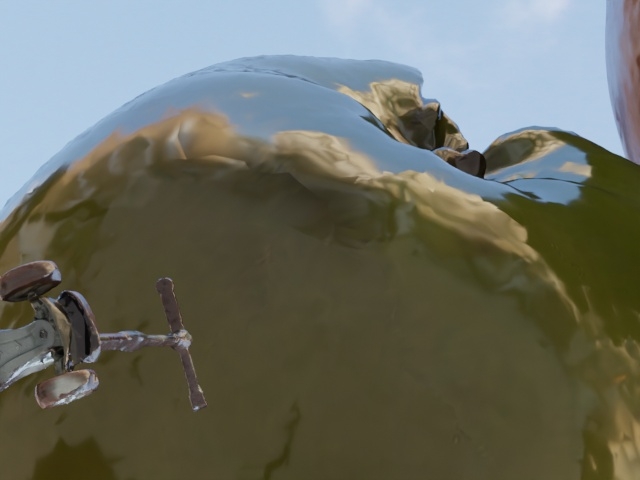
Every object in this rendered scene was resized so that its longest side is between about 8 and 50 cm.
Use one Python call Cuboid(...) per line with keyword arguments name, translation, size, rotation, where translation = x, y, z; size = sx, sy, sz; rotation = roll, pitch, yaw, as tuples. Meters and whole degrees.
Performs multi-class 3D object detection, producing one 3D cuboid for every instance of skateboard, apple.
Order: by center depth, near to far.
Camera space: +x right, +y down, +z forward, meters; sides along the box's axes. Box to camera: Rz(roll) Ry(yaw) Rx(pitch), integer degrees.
Cuboid(name="skateboard", translation=(-0.060, 0.029, 0.425), size=(0.064, 0.083, 0.032), rotation=(-25, -101, 20))
Cuboid(name="apple", translation=(-0.016, 0.075, 0.643), size=(0.295, 0.233, 0.258), rotation=(34, -65, 47))

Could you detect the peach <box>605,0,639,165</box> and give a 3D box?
Cuboid(name="peach", translation=(0.223, -0.082, 0.684), size=(0.252, 0.252, 0.252), rotation=(2, -84, 18))
